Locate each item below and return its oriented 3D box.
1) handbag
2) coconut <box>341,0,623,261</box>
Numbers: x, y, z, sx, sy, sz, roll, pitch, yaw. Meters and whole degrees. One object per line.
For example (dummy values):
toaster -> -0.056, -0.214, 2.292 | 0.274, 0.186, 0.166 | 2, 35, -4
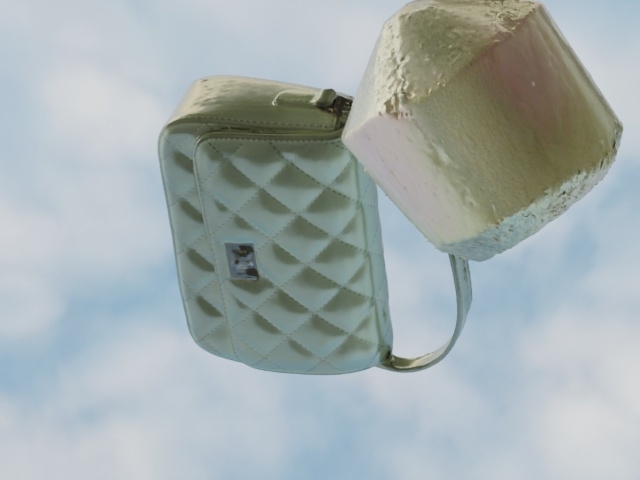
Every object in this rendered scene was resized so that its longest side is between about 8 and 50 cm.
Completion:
handbag -> 0.000, 0.000, 1.393 | 0.219, 0.256, 0.079 | 8, -139, 19
coconut -> 0.093, -0.078, 1.153 | 0.147, 0.147, 0.153 | -41, -82, -17
